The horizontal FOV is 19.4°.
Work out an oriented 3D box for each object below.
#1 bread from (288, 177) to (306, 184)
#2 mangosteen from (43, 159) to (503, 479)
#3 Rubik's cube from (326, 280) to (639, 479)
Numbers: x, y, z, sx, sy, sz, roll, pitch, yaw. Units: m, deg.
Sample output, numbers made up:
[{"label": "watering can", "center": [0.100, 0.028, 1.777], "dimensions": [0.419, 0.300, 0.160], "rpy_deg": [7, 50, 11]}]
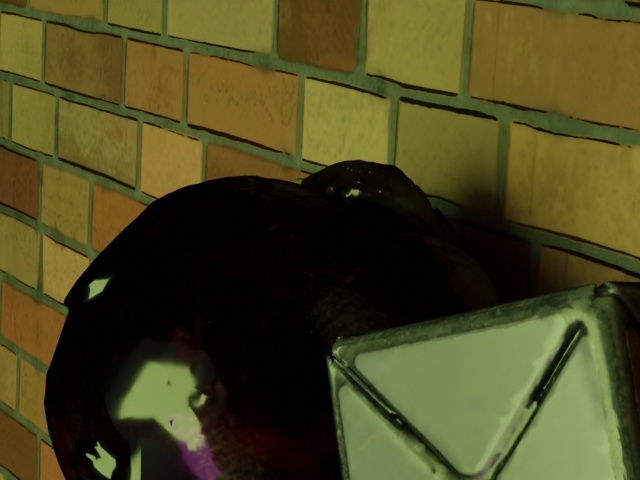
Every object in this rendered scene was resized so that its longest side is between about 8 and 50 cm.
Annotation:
[{"label": "bread", "center": [0.000, 0.000, 1.882], "dimensions": [0.156, 0.064, 0.117], "rpy_deg": [47, 127, 51]}, {"label": "mangosteen", "center": [-0.040, 0.106, 1.572], "dimensions": [0.381, 0.381, 0.421], "rpy_deg": [-49, 17, 51]}, {"label": "Rubik's cube", "center": [0.181, 0.169, 1.305], "dimensions": [0.260, 0.259, 0.255], "rpy_deg": [-16, 76, 38]}]
